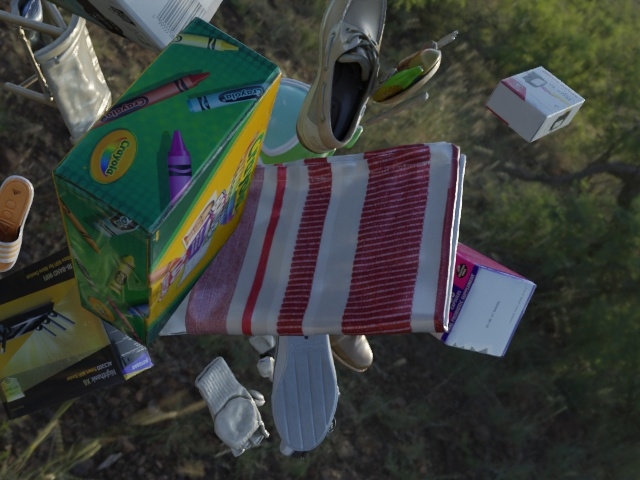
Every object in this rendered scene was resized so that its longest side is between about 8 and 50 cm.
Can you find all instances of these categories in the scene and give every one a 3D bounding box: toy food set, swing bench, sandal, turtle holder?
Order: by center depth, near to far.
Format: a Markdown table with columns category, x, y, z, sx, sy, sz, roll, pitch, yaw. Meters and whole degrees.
| category | x | y | z | sx | sy | sz | roll | pitch | yaw |
| --- | --- | --- | --- | --- | --- | --- | --- | --- | --- |
| toy food set | 0.130 | -0.259 | 1.163 | 0.038 | 0.132 | 0.192 | 49 | 45 | -23 |
| turtle holder | -0.101 | -0.163 | 1.472 | 0.227 | 0.320 | 0.243 | 36 | 3 | -11 |
| swing bench | -0.550 | -0.377 | 1.565 | 0.255 | 0.253 | 0.165 | 36 | 64 | 20 |
| sandal | -0.758 | -0.031 | 1.811 | 0.102 | 0.265 | 0.076 | 21 | 24 | -11 |

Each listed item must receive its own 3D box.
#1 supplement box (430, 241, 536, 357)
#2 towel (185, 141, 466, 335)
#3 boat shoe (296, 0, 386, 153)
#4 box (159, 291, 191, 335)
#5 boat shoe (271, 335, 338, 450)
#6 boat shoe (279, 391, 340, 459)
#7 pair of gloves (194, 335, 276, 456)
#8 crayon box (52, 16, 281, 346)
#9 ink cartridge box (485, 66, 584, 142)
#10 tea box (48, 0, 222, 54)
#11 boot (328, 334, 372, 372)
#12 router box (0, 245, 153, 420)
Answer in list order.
| category | x | y | z | sx | sy | sz | roll | pitch | yaw |
| --- | --- | --- | --- | --- | --- | --- | --- | --- | --- |
| supplement box | 0.168 | 0.058 | 1.063 | 0.114 | 0.111 | 0.220 | 17 | 10 | -32 |
| towel | 0.000 | 0.000 | 0.908 | 0.037 | 0.329 | 0.237 | 47 | 47 | -51 |
| boat shoe | 0.050 | -0.281 | 1.197 | 0.109 | 0.098 | 0.302 | 22 | 81 | -28 |
| box | -0.366 | 0.111 | 1.770 | 0.121 | 0.311 | 0.147 | -3 | 98 | -30 |
| boat shoe | -0.026 | 0.194 | 1.269 | 0.109 | 0.302 | 0.094 | 1 | 8 | -5 |
| boat shoe | -0.008 | 0.407 | 1.697 | 0.076 | 0.228 | 0.080 | 28 | 24 | -12 |
| pair of gloves | -0.114 | 0.278 | 1.450 | 0.240 | 0.042 | 0.204 | -36 | 119 | -35 |
| crayon box | -0.128 | -0.031 | 0.642 | 0.081 | 0.278 | 0.165 | 32 | 64 | 2 |
| ink cartridge box | 0.451 | -0.289 | 1.606 | 0.127 | 0.072 | 0.175 | 45 | 45 | 20 |
| tea box | -0.291 | -0.416 | 0.865 | 0.324 | 0.220 | 0.329 | 29 | -5 | 20 |
| boot | 0.059 | 0.175 | 1.714 | 0.305 | 0.115 | 0.112 | 61 | 33 | -24 |
| router box | -0.469 | 0.161 | 1.348 | 0.081 | 0.309 | 0.242 | -23 | 90 | -62 |
